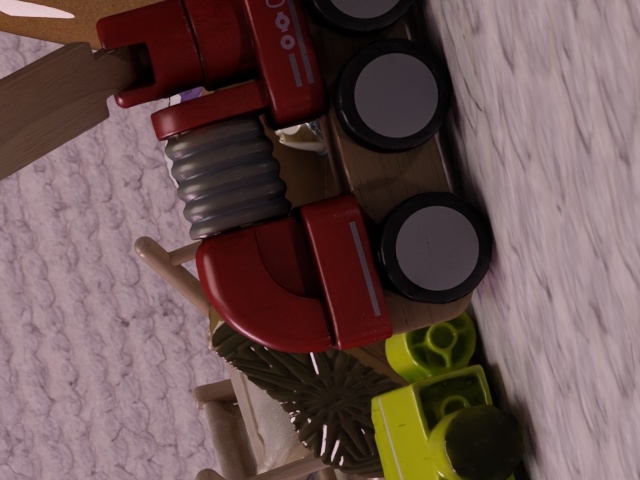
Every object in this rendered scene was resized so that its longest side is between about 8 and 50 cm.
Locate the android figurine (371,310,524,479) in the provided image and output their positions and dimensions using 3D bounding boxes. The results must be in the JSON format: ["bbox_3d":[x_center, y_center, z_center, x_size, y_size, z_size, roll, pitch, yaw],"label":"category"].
[{"bbox_3d":[0.084,0.160,1.148,0.273,0.056,0.248,117,138,-80],"label":"android figurine"}]

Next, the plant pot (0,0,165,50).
[{"bbox_3d":[-0.147,-0.215,1.210,0.237,0.254,0.237,176,90,-82],"label":"plant pot"}]

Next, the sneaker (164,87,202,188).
[{"bbox_3d":[-0.091,-0.085,1.947,0.283,0.107,0.124,82,165,-51],"label":"sneaker"}]

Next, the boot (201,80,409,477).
[{"bbox_3d":[0.000,0.000,1.379,0.236,0.089,0.269,50,-155,-42],"label":"boot"}]

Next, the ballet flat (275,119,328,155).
[{"bbox_3d":[-0.002,-0.086,1.287,0.188,0.070,0.070,130,125,-83],"label":"ballet flat"}]

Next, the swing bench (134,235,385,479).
[{"bbox_3d":[-0.025,0.138,1.628,0.255,0.165,0.253,74,177,-52],"label":"swing bench"}]

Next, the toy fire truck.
[{"bbox_3d":[-0.055,-0.038,1.014,0.158,0.246,0.217,177,78,-84],"label":"toy fire truck"}]
